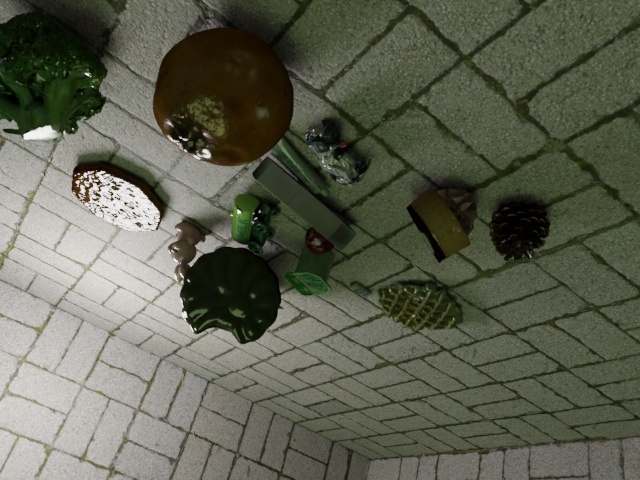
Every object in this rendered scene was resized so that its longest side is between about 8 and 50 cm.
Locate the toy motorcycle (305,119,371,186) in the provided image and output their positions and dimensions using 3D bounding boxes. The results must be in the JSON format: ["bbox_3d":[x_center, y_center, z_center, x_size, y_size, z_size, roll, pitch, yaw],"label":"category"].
[{"bbox_3d":[0.052,-0.226,1.504,0.150,0.102,0.221,5,146,39],"label":"toy motorcycle"}]

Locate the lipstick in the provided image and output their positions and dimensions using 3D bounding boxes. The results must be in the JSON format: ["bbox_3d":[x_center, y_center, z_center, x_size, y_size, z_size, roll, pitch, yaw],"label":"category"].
[{"bbox_3d":[-0.045,-0.109,1.702,0.371,0.076,0.080,39,97,-28],"label":"lipstick"}]

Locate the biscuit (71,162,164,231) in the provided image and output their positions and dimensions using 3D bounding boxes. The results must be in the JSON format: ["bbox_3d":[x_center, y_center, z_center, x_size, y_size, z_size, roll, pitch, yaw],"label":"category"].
[{"bbox_3d":[-0.727,-0.149,2.000,0.358,0.046,0.359,11,145,8],"label":"biscuit"}]

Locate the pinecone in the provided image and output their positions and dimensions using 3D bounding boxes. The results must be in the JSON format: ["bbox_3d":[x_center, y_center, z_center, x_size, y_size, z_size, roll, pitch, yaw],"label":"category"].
[{"bbox_3d":[0.538,-0.017,1.519,0.162,0.165,0.163,14,138,13],"label":"pinecone"}]

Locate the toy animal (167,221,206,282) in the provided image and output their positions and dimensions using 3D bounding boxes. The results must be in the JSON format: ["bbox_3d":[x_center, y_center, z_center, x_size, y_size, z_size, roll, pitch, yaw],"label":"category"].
[{"bbox_3d":[-0.502,0.042,2.027,0.124,0.213,0.124,6,147,4],"label":"toy animal"}]

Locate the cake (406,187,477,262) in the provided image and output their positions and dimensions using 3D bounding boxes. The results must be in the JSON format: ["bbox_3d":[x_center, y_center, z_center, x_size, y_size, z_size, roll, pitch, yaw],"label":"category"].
[{"bbox_3d":[0.355,-0.058,1.535,0.178,0.208,0.185,-29,129,13],"label":"cake"}]

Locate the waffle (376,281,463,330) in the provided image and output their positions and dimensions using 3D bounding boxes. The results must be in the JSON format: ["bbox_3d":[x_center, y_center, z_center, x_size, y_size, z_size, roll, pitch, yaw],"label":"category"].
[{"bbox_3d":[0.368,0.251,2.067,0.291,0.056,0.309,-8,137,33],"label":"waffle"}]

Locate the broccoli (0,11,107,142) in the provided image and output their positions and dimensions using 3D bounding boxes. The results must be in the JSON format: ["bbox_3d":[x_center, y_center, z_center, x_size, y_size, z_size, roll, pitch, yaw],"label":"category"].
[{"bbox_3d":[-0.729,-0.405,1.428,0.412,0.321,0.310,-15,111,8],"label":"broccoli"}]

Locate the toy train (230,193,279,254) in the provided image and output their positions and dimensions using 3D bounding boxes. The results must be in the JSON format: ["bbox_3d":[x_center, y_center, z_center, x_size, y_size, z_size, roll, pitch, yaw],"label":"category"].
[{"bbox_3d":[-0.236,-0.059,1.874,0.157,0.105,0.253,28,147,5],"label":"toy train"}]

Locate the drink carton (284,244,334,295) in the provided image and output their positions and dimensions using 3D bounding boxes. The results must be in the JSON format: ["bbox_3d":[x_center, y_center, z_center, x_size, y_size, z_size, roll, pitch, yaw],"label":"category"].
[{"bbox_3d":[-0.022,0.096,1.947,0.143,0.143,0.146,-5,139,33],"label":"drink carton"}]

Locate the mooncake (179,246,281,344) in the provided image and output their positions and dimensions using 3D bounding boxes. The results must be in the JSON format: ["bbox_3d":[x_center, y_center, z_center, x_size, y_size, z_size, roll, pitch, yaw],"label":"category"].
[{"bbox_3d":[-0.306,0.186,1.940,0.350,0.352,0.187,17,177,1],"label":"mooncake"}]

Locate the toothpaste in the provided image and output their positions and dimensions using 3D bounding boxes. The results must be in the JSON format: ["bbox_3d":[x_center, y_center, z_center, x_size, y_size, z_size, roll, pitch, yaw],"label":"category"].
[{"bbox_3d":[-0.066,-0.217,1.613,0.268,0.047,0.069,42,158,-28],"label":"toothpaste"}]

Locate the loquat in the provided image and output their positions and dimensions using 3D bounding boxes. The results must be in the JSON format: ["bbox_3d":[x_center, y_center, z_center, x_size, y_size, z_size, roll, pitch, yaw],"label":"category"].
[{"bbox_3d":[-0.223,-0.327,1.301,0.328,0.329,0.329,12,145,8],"label":"loquat"}]

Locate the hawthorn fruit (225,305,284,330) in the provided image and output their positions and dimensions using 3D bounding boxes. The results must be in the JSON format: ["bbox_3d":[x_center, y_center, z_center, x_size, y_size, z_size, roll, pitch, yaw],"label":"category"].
[{"bbox_3d":[-0.284,0.232,2.162,0.300,0.268,0.268,12,146,0],"label":"hawthorn fruit"}]

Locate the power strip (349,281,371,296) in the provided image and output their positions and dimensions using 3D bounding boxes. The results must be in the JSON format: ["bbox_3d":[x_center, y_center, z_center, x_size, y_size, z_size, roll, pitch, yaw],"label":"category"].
[{"bbox_3d":[0.151,0.184,2.102,0.090,0.016,0.040,34,143,-23],"label":"power strip"}]

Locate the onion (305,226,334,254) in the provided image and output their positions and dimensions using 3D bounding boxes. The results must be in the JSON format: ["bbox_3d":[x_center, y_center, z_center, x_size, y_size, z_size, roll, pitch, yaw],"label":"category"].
[{"bbox_3d":[0.000,0.000,1.847,0.107,0.097,0.107,-3,133,-3],"label":"onion"}]
